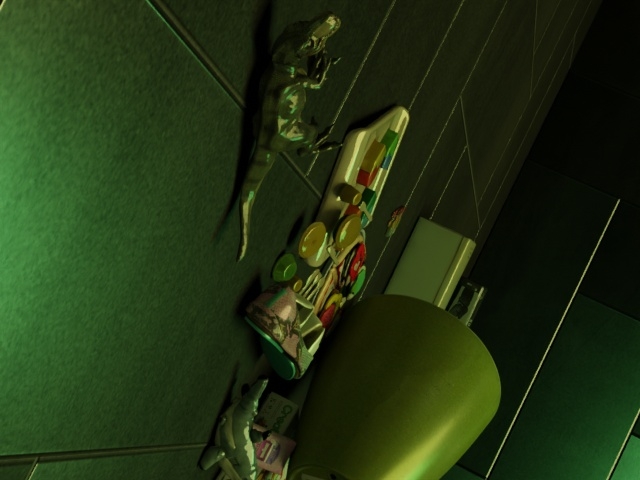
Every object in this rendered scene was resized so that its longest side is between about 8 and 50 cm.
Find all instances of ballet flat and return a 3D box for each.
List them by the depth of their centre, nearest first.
[{"bbox_3d":[-0.036,0.108,1.262,0.079,0.077,0.221,-43,159,-11],"label":"ballet flat"}]

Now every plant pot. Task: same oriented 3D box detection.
[{"bbox_3d":[0.078,0.272,1.500,0.293,0.274,0.275,-49,160,-45],"label":"plant pot"}]

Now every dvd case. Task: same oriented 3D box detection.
[{"bbox_3d":[0.221,0.171,2.175,0.029,0.179,0.239,21,94,-51],"label":"dvd case"}]

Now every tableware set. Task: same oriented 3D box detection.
[{"bbox_3d":[0.000,0.000,1.274,0.154,0.024,0.104,-52,149,-12],"label":"tableware set"}]

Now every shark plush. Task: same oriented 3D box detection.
[{"bbox_3d":[-0.089,0.232,1.314,0.161,0.067,0.073,-68,166,15],"label":"shark plush"}]

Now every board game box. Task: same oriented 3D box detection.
[{"bbox_3d":[-0.100,0.373,1.562,0.193,0.053,0.305,-58,165,-29],"label":"board game box"}]

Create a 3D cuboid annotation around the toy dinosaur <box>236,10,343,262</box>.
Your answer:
[{"bbox_3d":[-0.026,-0.110,0.959,0.118,0.064,0.268,-40,155,-46],"label":"toy dinosaur"}]

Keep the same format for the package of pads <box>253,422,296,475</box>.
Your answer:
[{"bbox_3d":[-0.078,0.276,1.406,0.050,0.083,0.032,-64,-156,-3],"label":"package of pads"}]

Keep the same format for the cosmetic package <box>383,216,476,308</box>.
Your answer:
[{"bbox_3d":[0.189,0.118,2.080,0.310,0.113,0.160,-66,167,3],"label":"cosmetic package"}]

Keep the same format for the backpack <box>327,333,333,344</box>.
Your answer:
[{"bbox_3d":[0.087,0.220,1.761,0.144,0.165,0.188,-41,157,-50],"label":"backpack"}]

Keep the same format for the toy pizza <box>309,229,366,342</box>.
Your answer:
[{"bbox_3d":[0.026,0.077,1.548,0.201,0.032,0.201,-58,165,-25],"label":"toy pizza"}]

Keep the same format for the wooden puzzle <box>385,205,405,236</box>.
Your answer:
[{"bbox_3d":[0.127,-0.033,1.793,0.049,0.006,0.083,-69,166,18],"label":"wooden puzzle"}]

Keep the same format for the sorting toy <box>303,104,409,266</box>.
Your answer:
[{"bbox_3d":[0.056,-0.072,1.377,0.208,0.038,0.193,-35,148,-64],"label":"sorting toy"}]
